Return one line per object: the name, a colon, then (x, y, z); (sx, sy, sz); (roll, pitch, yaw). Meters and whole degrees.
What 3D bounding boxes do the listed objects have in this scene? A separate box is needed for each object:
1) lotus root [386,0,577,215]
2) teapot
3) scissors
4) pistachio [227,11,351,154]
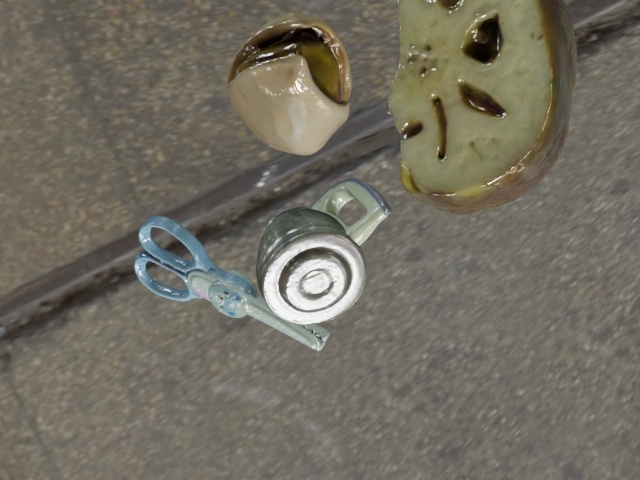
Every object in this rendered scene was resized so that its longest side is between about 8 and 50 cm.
lotus root: (0.131, -0.136, 1.172); (0.138, 0.119, 0.235); (1, 92, 13)
teapot: (-0.010, 0.000, 1.489); (0.111, 0.108, 0.149); (11, 116, -24)
scissors: (-0.107, 0.063, 1.749); (0.256, 0.030, 0.125); (28, 139, 10)
pistachio: (-0.035, -0.189, 1.790); (0.153, 0.238, 0.138); (-4, 68, -7)
